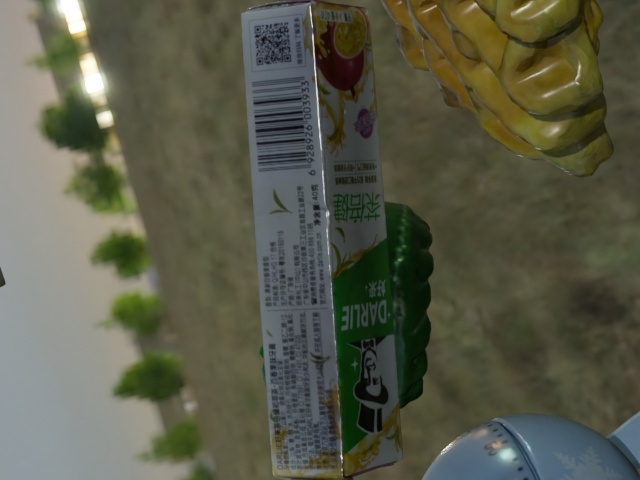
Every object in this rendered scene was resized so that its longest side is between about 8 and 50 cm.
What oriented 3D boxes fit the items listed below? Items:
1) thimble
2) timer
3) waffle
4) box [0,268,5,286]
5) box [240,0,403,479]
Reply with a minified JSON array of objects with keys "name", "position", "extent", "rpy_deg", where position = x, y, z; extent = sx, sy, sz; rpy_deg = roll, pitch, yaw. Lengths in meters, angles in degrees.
[{"name":"thimble","position":[0.014,0.032,0.962],"extent":[0.130,0.090,0.118],"rpy_deg":[-86,-2,-48]},{"name":"timer","position":[0.176,0.185,1.138],"extent":[0.175,0.255,0.175],"rpy_deg":[8,99,60]},{"name":"waffle","position":[0.038,-0.162,0.733],"extent":[0.283,0.065,0.309],"rpy_deg":[-132,18,-76]},{"name":"box","position":[-0.252,-0.031,0.924],"extent":[0.133,0.099,0.182],"rpy_deg":[-39,-62,-60]},{"name":"box","position":[0.000,0.000,0.765],"extent":[0.050,0.041,0.207],"rpy_deg":[-6,-89,-60]}]
